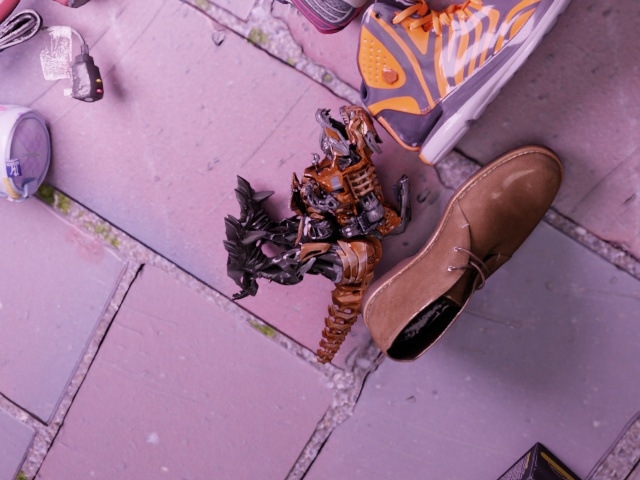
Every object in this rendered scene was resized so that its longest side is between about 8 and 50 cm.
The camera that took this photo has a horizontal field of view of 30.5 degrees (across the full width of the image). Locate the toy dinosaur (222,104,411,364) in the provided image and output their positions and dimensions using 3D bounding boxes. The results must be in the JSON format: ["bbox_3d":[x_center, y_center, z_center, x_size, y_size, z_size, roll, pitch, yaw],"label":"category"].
[{"bbox_3d":[0.000,0.000,1.413,0.218,0.164,0.322,0,93,2],"label":"toy dinosaur"}]

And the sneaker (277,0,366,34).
[{"bbox_3d":[-0.074,-0.350,1.345,0.299,0.121,0.112,41,144,10],"label":"sneaker"}]

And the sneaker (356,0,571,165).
[{"bbox_3d":[0.152,-0.247,1.295,0.180,0.124,0.321,40,114,1],"label":"sneaker"}]

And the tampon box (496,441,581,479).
[{"bbox_3d":[0.257,0.358,1.460,0.120,0.101,0.161,42,113,1],"label":"tampon box"}]

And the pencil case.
[{"bbox_3d":[-0.493,-0.128,1.542,0.273,0.113,0.124,10,123,14],"label":"pencil case"}]

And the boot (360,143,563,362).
[{"bbox_3d":[0.175,0.023,1.353,0.112,0.115,0.305,37,104,-20],"label":"boot"}]

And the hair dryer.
[{"bbox_3d":[-0.381,-0.306,1.442,0.223,0.080,0.293,-1,92,1],"label":"hair dryer"}]
